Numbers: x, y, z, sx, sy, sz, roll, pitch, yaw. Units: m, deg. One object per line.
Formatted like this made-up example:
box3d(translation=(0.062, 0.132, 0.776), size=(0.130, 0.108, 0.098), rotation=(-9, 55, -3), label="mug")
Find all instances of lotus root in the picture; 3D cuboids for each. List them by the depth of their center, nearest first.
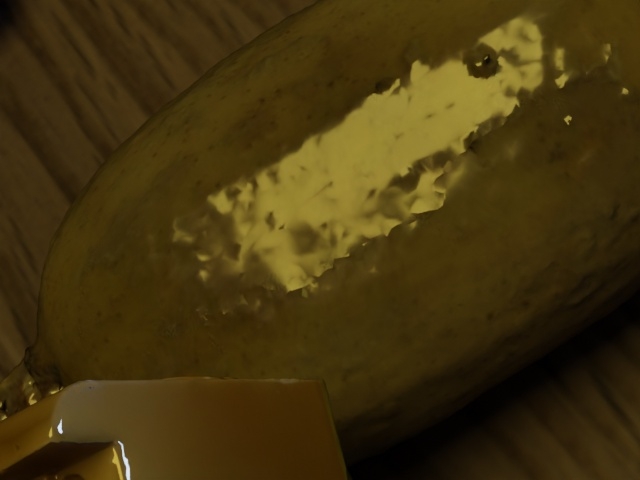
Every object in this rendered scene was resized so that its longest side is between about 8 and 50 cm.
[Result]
box3d(translation=(0.000, 0.000, 0.684), size=(0.342, 0.151, 0.169), rotation=(-31, 58, 5), label="lotus root")

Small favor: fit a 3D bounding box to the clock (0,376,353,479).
box3d(translation=(-0.118, 0.191, 0.589), size=(0.317, 0.200, 0.244), rotation=(-22, 69, 28), label="clock")
